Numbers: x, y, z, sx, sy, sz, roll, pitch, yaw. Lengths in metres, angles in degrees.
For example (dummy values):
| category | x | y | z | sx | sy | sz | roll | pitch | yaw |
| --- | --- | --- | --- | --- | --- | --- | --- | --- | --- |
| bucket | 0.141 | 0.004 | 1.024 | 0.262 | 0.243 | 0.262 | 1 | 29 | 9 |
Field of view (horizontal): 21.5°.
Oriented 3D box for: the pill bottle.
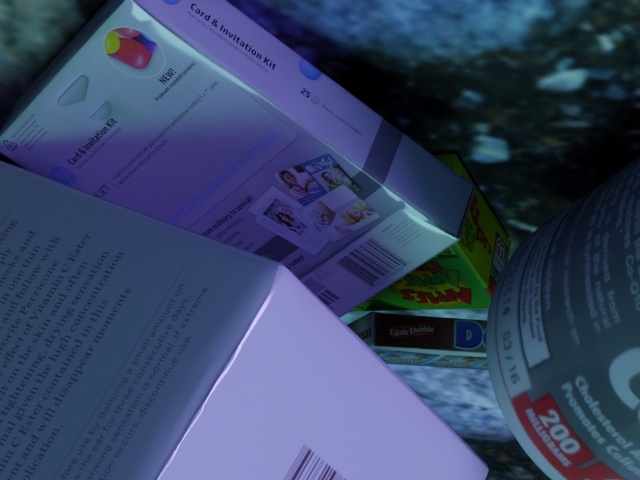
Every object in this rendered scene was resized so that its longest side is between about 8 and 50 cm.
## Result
| category | x | y | z | sx | sy | sz | roll | pitch | yaw |
| --- | --- | --- | --- | --- | --- | --- | --- | --- | --- |
| pill bottle | 0.205 | 0.013 | 0.720 | 0.161 | 0.161 | 0.283 | 20 | 152 | -17 |

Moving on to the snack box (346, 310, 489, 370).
| category | x | y | z | sx | sy | sz | roll | pitch | yaw |
| --- | --- | --- | --- | --- | --- | --- | --- | --- | --- |
| snack box | 0.105 | 0.060 | 0.950 | 0.178 | 0.022 | 0.064 | 5 | 168 | -14 |

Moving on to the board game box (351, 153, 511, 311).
| category | x | y | z | sx | sy | sz | roll | pitch | yaw |
| --- | --- | --- | --- | --- | --- | --- | --- | --- | --- |
| board game box | 0.000 | 0.000 | 0.899 | 0.181 | 0.043 | 0.092 | -3 | 150 | 25 |

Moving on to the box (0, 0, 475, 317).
| category | x | y | z | sx | sy | sz | roll | pitch | yaw |
| --- | --- | --- | --- | --- | --- | --- | --- | --- | --- |
| box | -0.044 | -0.035 | 0.796 | 0.186 | 0.038 | 0.145 | 34 | 140 | -17 |

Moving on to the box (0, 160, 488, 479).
| category | x | y | z | sx | sy | sz | roll | pitch | yaw |
| --- | --- | --- | --- | --- | --- | --- | --- | --- | --- |
| box | -0.129 | 0.085 | 0.843 | 0.345 | 0.168 | 0.215 | 20 | 162 | 41 |
